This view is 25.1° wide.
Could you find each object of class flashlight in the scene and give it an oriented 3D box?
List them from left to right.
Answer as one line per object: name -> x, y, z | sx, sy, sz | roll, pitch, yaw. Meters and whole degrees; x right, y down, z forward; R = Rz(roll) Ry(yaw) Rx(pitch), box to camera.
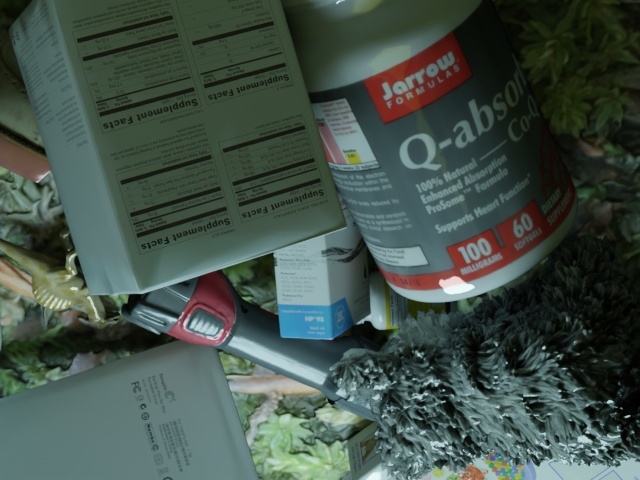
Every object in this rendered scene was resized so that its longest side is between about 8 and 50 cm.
flashlight -> -0.056, 0.095, 1.529 | 0.304, 0.103, 0.103 | 24, 70, -21

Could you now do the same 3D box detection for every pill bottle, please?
pill bottle -> 0.085, 0.062, 1.538 | 0.116, 0.065, 0.065 | -4, 116, -2
pill bottle -> 0.085, -0.140, 1.355 | 0.210, 0.210, 0.363 | -25, 114, 8

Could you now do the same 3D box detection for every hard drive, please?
hard drive -> -0.231, 0.237, 1.519 | 0.307, 0.203, 0.040 | -18, 160, -4

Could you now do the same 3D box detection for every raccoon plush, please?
raccoon plush -> 0.169, 0.143, 1.323 | 0.299, 0.446, 0.216 | -23, 91, 3

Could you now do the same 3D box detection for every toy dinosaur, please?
toy dinosaur -> -0.272, 0.030, 1.499 | 0.183, 0.053, 0.092 | 38, 109, -20

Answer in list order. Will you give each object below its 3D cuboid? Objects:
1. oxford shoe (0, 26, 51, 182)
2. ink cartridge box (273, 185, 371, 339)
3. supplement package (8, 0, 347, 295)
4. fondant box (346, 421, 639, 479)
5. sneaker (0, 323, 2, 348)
oxford shoe -> -0.179, -0.095, 1.410 | 0.348, 0.123, 0.130 | 22, 107, -16
ink cartridge box -> 0.000, 0.000, 1.450 | 0.060, 0.104, 0.180 | 1, 103, 25
supplement package -> -0.132, -0.104, 1.279 | 0.198, 0.199, 0.263 | -18, 94, -21
fondant box -> 0.229, 0.233, 1.618 | 0.330, 0.096, 0.238 | -38, 113, 12
sneaker -> -0.458, 0.055, 1.411 | 0.135, 0.150, 0.366 | -21, 131, 25
